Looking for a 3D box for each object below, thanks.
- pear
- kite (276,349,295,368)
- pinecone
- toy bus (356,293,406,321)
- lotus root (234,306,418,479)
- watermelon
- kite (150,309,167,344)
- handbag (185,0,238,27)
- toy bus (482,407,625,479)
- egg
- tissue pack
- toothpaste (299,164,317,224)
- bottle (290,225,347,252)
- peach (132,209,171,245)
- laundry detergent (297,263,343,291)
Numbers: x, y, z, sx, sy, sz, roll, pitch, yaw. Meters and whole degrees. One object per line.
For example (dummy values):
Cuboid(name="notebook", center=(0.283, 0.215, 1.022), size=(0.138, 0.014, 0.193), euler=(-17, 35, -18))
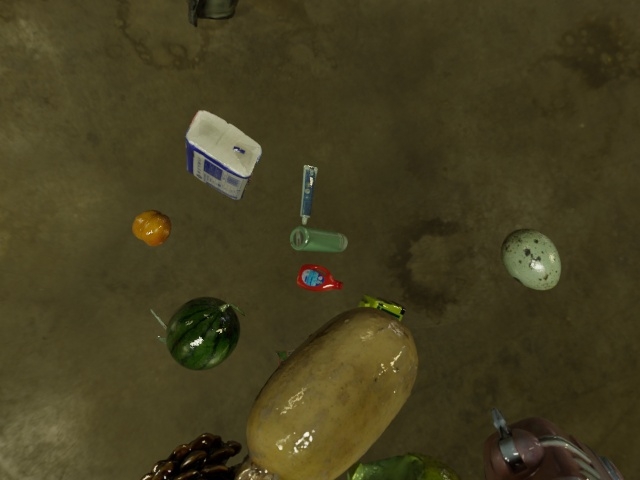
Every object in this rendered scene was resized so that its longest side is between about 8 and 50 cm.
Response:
Cuboid(name="pear", center=(0.224, 0.650, 0.993), size=(0.281, 0.286, 0.177), euler=(-14, 117, -1))
Cuboid(name="kite", center=(-0.094, 0.421, 1.251), size=(0.006, 0.198, 0.245), euler=(-4, 123, -45))
Cuboid(name="pinecone", center=(-0.234, 0.506, 0.759), size=(0.243, 0.257, 0.244), euler=(-2, 124, -3))
Cuboid(name="toy bus", center=(0.168, 0.315, 1.393), size=(0.149, 0.128, 0.262), euler=(26, 87, -18))
Cuboid(name="lotus root", center=(0.007, 0.233, 0.586), size=(0.342, 0.151, 0.169), euler=(-39, 92, -27))
Cuboid(name="watermelon", center=(-0.302, 0.234, 1.077), size=(0.187, 0.188, 0.215), euler=(32, 110, -8))
Cuboid(name="kite", center=(-0.426, 0.294, 1.224), size=(0.250, 0.229, 0.012), euler=(61, 40, -28))
Cuboid(name="handbag", center=(-0.185, -0.419, 0.363), size=(0.325, 0.327, 0.163), euler=(37, 69, -12))
Cuboid(name="toy bus", center=(0.357, 0.415, 0.619), size=(0.197, 0.294, 0.232), euler=(-38, 106, 22))
Cuboid(name="egg", center=(0.354, 0.032, 0.690), size=(0.085, 0.085, 0.110), euler=(-25, 69, -16))
Cuboid(name="tissue pack", center=(-0.288, -0.245, 1.222), size=(0.209, 0.269, 0.137), euler=(33, 73, -8))
Cuboid(name="toothpaste", center=(-0.043, -0.151, 1.365), size=(0.056, 0.034, 0.198), euler=(6, 90, -35))
Cuboid(name="bottle", center=(0.000, 0.000, 0.514), size=(0.083, 0.030, 0.031), euler=(6, 80, -50))
Cuboid(name="peach", center=(-0.636, -0.051, 1.557), size=(0.137, 0.138, 0.138), euler=(2, 83, -14))
Cuboid(name="laundry detergent", center=(0.003, 0.140, 1.469), size=(0.165, 0.049, 0.098), euler=(11, 69, 14))
